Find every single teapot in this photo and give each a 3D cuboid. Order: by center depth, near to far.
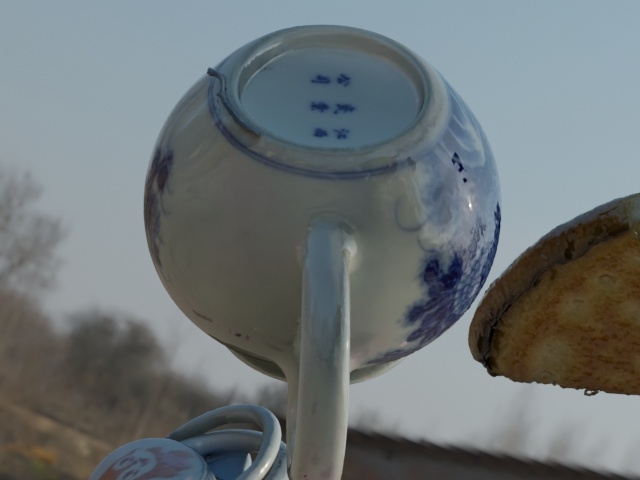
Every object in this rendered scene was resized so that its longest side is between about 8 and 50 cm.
[{"bbox_3d":[0.000,0.000,1.358,0.252,0.424,0.280,2,-49,-2],"label":"teapot"}]

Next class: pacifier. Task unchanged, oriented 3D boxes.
[{"bbox_3d":[-0.115,0.305,1.788,0.299,0.244,0.233,-135,-158,-69],"label":"pacifier"}]

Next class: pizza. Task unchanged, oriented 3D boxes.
[{"bbox_3d":[0.282,0.050,1.628,0.288,0.074,0.251,8,-35,0],"label":"pizza"}]
